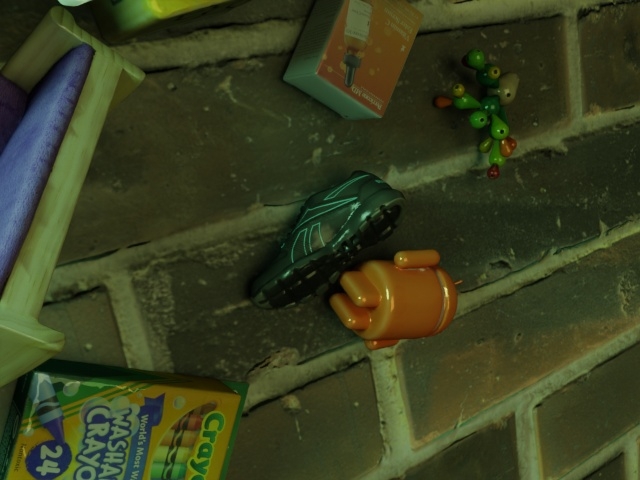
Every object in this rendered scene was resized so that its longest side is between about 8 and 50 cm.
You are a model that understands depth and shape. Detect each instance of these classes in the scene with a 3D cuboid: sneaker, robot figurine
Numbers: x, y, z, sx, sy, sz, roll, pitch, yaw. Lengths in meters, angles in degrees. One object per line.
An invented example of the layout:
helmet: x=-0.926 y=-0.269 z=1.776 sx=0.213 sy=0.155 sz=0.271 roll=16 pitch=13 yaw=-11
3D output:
sneaker: x=0.000 y=0.000 z=0.985 sx=0.267 sy=0.106 sz=0.101 roll=-37 pitch=147 yaw=-4
robot figurine: x=0.124 y=0.095 z=1.053 sx=0.220 sy=0.128 sz=0.157 roll=2 pitch=84 yaw=-32

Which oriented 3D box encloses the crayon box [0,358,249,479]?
crayon box: x=-0.238 y=0.276 z=0.868 sx=0.323 sy=0.083 sz=0.202 roll=15 pitch=88 yaw=-34

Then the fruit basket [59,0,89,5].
fruit basket: x=-0.143 y=-0.413 z=0.554 sx=0.327 sy=0.165 sz=0.352 roll=-30 pitch=109 yaw=-26

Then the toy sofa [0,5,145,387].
toy sofa: x=-0.312 y=-0.059 z=0.637 sx=0.177 sy=0.150 sz=0.362 roll=32 pitch=46 yaw=-34

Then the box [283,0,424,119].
box: x=0.048 y=-0.278 z=0.956 sx=0.130 sy=0.091 sz=0.170 roll=26 pitch=82 yaw=-32

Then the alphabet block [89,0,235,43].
alphabet block: x=-0.169 y=-0.352 z=0.758 sx=0.193 sy=0.197 sz=0.193 roll=-29 pitch=111 yaw=-27

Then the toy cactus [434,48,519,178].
toy cactus: x=0.290 y=-0.233 z=1.147 sx=0.180 sy=0.112 sz=0.218 roll=-48 pitch=118 yaw=-40
